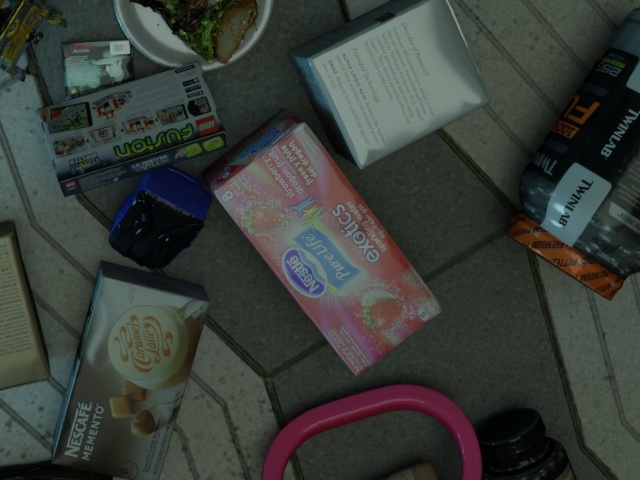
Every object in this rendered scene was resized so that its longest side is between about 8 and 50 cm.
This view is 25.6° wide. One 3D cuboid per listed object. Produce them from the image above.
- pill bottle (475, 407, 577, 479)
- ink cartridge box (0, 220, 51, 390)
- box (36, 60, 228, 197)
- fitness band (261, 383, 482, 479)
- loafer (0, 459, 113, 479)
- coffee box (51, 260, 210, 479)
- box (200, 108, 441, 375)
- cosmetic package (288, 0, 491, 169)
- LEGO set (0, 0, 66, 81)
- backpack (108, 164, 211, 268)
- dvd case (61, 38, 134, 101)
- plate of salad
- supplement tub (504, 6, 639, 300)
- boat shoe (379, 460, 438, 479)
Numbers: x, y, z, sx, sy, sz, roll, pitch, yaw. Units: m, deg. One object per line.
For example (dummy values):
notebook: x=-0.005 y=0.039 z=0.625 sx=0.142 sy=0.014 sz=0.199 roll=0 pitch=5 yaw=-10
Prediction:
pill bottle: x=0.288 y=0.342 z=1.898 sx=0.123 sy=0.123 sz=0.219 roll=-25 pitch=105 yaw=-5
ink cartridge box: x=-0.466 y=0.098 z=1.719 sx=0.235 sy=0.088 sz=0.193 roll=-13 pitch=105 yaw=-9
box: x=-0.227 y=-0.135 z=1.698 sx=0.207 sy=0.036 sz=0.114 roll=-17 pitch=62 yaw=-7
fitness band: x=0.067 y=0.301 z=1.829 sx=0.291 sy=0.054 sz=0.209 roll=-16 pitch=69 yaw=-8
loafer: x=-0.372 y=0.326 z=1.788 sx=0.220 sy=0.078 sz=0.080 roll=-19 pitch=104 yaw=-7
coffee box: x=-0.241 y=0.166 z=1.771 sx=0.141 sy=0.098 sz=0.246 roll=16 pitch=98 yaw=-14
box: x=0.000 y=0.000 z=1.757 sx=0.142 sy=0.154 sz=0.300 roll=-38 pitch=107 yaw=-2
cosmetic package: x=0.082 y=-0.202 z=1.733 sx=0.184 sy=0.151 sz=0.151 roll=-28 pitch=105 yaw=-5
LEGO set: x=-0.358 y=-0.330 z=1.565 sx=0.192 sy=0.255 sz=0.331 roll=32 pitch=82 yaw=12
backpack: x=-0.197 y=-0.029 z=1.742 sx=0.098 sy=0.101 sz=0.120 roll=31 pitch=126 yaw=-12
dvd case: x=-0.272 y=-0.187 z=1.738 sx=0.087 sy=0.013 sz=0.119 roll=-6 pitch=103 yaw=-10
plate of salad: x=-0.153 y=-0.304 z=1.720 sx=0.200 sy=0.048 sz=0.199 roll=-2 pitch=102 yaw=-10
supplement tub: x=0.392 y=-0.106 z=1.785 sx=0.207 sy=0.207 sz=0.338 roll=32 pitch=93 yaw=-15
boat shoe: x=0.173 y=0.463 z=1.901 sx=0.110 sy=0.121 sz=0.341 roll=-25 pitch=104 yaw=-5
